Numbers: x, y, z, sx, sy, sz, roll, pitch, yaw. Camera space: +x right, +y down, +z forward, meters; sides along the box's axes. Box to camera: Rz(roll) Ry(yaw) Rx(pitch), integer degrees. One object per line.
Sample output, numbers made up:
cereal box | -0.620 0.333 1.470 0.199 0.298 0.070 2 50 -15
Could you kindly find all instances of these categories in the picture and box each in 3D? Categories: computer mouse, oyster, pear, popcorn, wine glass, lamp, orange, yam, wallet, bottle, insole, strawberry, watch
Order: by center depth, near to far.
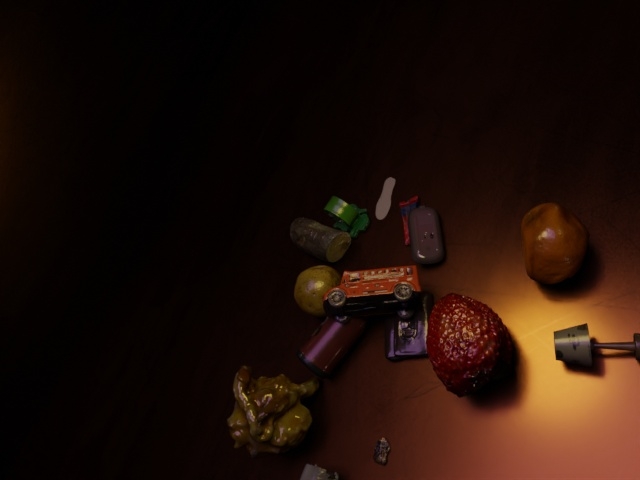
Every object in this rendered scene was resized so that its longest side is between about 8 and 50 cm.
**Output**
lamp | 0.753 0.286 1.500 0.214 0.121 0.121 -4 61 25
strawberry | 0.428 0.298 1.637 0.238 0.250 0.288 -33 71 20
orange | 0.702 0.004 1.643 0.183 0.249 0.249 -5 59 16
wine glass | -0.036 0.869 1.711 0.143 0.143 0.321 -1 63 36
oyster | 0.192 0.667 1.747 0.054 0.019 0.083 4 66 38
wallet | 0.299 0.292 1.881 0.182 0.049 0.229 -12 58 27
popcorn | -0.176 0.596 1.913 0.325 0.321 0.290 12 88 58
bottle | 0.071 0.325 1.971 0.336 0.144 0.144 -49 46 -3
computer mouse | 0.380 -0.017 1.985 0.120 0.057 0.232 -6 61 5
pear | 0.006 0.189 2.063 0.197 0.197 0.197 -18 54 27
watch | 0.103 -0.109 2.201 0.131 0.152 0.165 -53 45 -6
yam | 0.000 0.000 2.211 0.254 0.154 0.154 18 75 42
insole | 0.262 -0.171 2.219 0.065 0.004 0.197 0 64 37

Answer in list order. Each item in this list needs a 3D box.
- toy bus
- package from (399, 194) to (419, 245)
toy bus | 0.172 0.178 1.856 0.329 0.143 0.153 -7 53 9
package | 0.346 -0.078 2.087 0.083 0.022 0.200 -20 54 26
